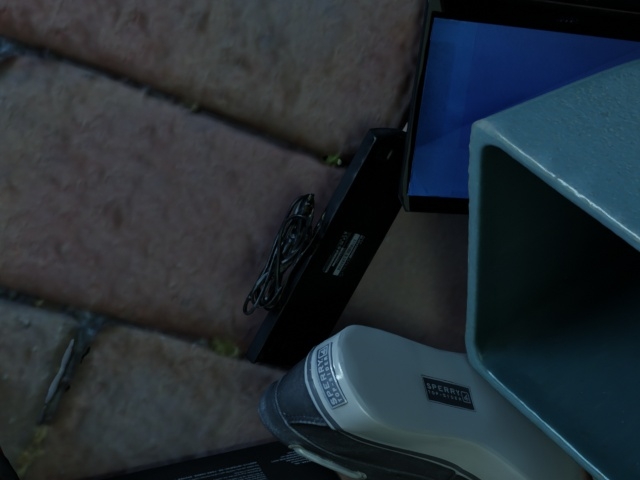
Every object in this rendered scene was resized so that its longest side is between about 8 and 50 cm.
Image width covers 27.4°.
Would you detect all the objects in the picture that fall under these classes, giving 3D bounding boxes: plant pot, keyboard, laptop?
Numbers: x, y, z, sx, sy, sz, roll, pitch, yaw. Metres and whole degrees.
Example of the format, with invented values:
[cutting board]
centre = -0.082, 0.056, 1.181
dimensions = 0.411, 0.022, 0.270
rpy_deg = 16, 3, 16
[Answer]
[plant pot]
centre = 0.273, 0.017, 0.880
dimensions = 0.252, 0.248, 0.247
rpy_deg = -30, 141, -23
[keyboard]
centre = 0.000, 0.000, 0.930
dimensions = 0.100, 0.038, 0.192
rpy_deg = 15, 107, -53
[laptop]
centre = 0.201, -0.128, 0.880
dimensions = 0.234, 0.137, 0.264
rpy_deg = 1, 157, -27

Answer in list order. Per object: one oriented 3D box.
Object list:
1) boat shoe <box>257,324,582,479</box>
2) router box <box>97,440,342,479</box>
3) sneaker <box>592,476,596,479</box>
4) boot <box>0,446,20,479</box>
[boat shoe]
centre = 0.081, 0.149, 0.994
dimensions = 0.102, 0.108, 0.301
rpy_deg = -34, 143, 32
[router box]
centre = -0.136, 0.292, 0.970
dimensions = 0.308, 0.081, 0.243
rpy_deg = -10, 118, -19
[sneaker]
centre = 0.305, 0.132, 1.063
dimensions = 0.107, 0.124, 0.283
rpy_deg = 0, 113, -23
[boot]
centre = -0.305, 0.154, 0.776
dimensions = 0.244, 0.176, 0.088
rpy_deg = -19, 121, -13
